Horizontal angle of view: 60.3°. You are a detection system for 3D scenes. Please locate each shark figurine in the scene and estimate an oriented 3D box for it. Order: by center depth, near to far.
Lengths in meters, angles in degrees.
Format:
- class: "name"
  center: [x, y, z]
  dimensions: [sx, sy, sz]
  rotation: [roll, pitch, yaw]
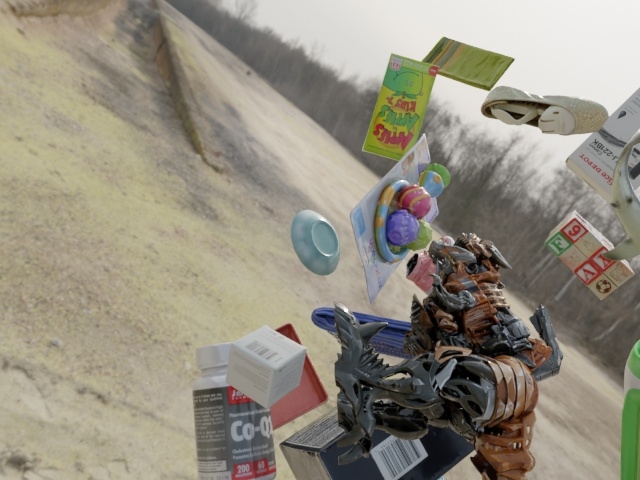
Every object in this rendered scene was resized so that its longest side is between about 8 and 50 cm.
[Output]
- class: "shark figurine"
  center: [0.595, -0.071, 1.021]
  dimensions: [0.116, 0.166, 0.279]
  rotation: [-11, 80, -43]

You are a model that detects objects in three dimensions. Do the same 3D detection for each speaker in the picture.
- class: "speaker"
  center: [0.493, 0.285, 0.769]
  dimensions: [0.131, 0.131, 0.297]
  rotation: [-112, -169, -71]

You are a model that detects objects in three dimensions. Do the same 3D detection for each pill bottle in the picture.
- class: "pill bottle"
  center: [-0.184, 0.360, 1.155]
  dimensions: [0.161, 0.161, 0.284]
  rotation: [19, 61, -62]

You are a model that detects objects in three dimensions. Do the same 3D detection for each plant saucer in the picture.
- class: "plant saucer"
  center: [-0.137, 0.366, 1.384]
  dimensions: [0.258, 0.259, 0.048]
  rotation: [57, -10, 43]
- class: "plant saucer"
  center: [0.000, 0.000, 1.531]
  dimensions: [0.194, 0.037, 0.195]
  rotation: [25, 53, -38]

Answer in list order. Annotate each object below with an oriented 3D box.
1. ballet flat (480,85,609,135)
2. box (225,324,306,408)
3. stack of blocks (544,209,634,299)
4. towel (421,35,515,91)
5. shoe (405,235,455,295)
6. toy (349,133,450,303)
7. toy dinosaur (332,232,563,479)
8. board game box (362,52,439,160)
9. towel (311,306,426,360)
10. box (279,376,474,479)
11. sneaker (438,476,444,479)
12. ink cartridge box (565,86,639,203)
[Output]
- class: "ballet flat"
  center: [0.289, -0.164, 0.730]
  dimensions: [0.168, 0.052, 0.057]
  rotation: [27, -28, 43]
- class: "box"
  center: [-0.096, 0.222, 0.982]
  dimensions: [0.101, 0.087, 0.102]
  rotation: [23, 24, 27]
- class: "stack of blocks"
  center: [0.640, 0.024, 1.322]
  dimensions: [0.171, 0.087, 0.297]
  rotation: [48, 23, 12]
- class: "towel"
  center: [0.359, -0.446, 1.375]
  dimensions: [0.021, 0.102, 0.237]
  rotation: [36, 3, -46]
- class: "shoe"
  center: [0.264, 0.042, 1.329]
  dimensions: [0.081, 0.178, 0.063]
  rotation: [35, -34, -12]
- class: "toy"
  center: [0.126, -0.036, 0.745]
  dimensions: [0.056, 0.137, 0.237]
  rotation: [3, 34, 31]
- class: "toy dinosaur"
  center: [0.122, 0.128, 0.509]
  dimensions: [0.218, 0.165, 0.322]
  rotation: [0, 33, 2]
- class: "board game box"
  center: [0.148, -0.244, 1.029]
  dimensions: [0.092, 0.182, 0.043]
  rotation: [16, 8, -1]
- class: "towel"
  center: [0.124, 0.159, 0.800]
  dimensions: [0.243, 0.040, 0.336]
  rotation: [10, -15, 12]
- class: "box"
  center: [0.109, 0.435, 1.164]
  dimensions: [0.183, 0.296, 0.294]
  rotation: [62, -24, 5]
- class: "sneaker"
  center: [0.281, 0.654, 1.479]
  dimensions: [0.150, 0.135, 0.365]
  rotation: [8, 8, 38]
- class: "ink cartridge box"
  center: [0.872, -0.261, 1.567]
  dimensions: [0.197, 0.273, 0.114]
  rotation: [47, 14, 16]
